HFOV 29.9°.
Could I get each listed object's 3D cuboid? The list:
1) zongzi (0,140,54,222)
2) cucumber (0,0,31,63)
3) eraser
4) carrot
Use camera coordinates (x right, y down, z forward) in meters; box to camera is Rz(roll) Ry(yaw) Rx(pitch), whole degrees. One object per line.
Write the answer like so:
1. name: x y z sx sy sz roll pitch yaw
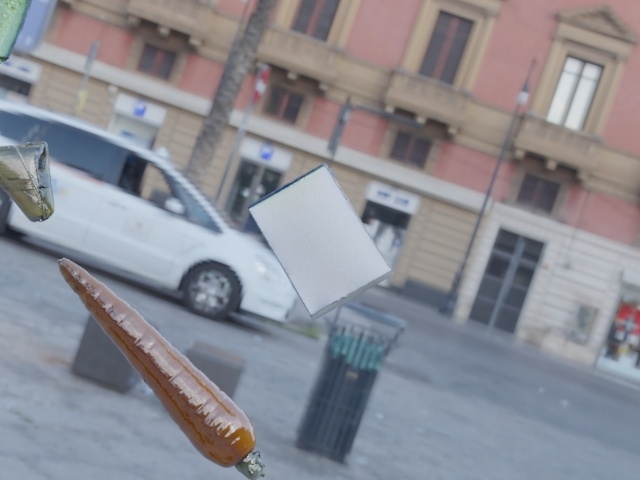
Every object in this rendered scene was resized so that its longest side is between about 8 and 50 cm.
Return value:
1. zongzi: -0.293 -0.053 1.124 0.083 0.076 0.040 -5 -7 -27
2. cucumber: -0.321 -0.237 1.174 0.070 0.220 0.046 28 -43 -26
3. eraser: 0.000 0.000 1.318 0.150 0.104 0.023 59 -2 20
4. carrot: -0.176 0.140 1.346 0.336 0.069 0.069 48 2 2
